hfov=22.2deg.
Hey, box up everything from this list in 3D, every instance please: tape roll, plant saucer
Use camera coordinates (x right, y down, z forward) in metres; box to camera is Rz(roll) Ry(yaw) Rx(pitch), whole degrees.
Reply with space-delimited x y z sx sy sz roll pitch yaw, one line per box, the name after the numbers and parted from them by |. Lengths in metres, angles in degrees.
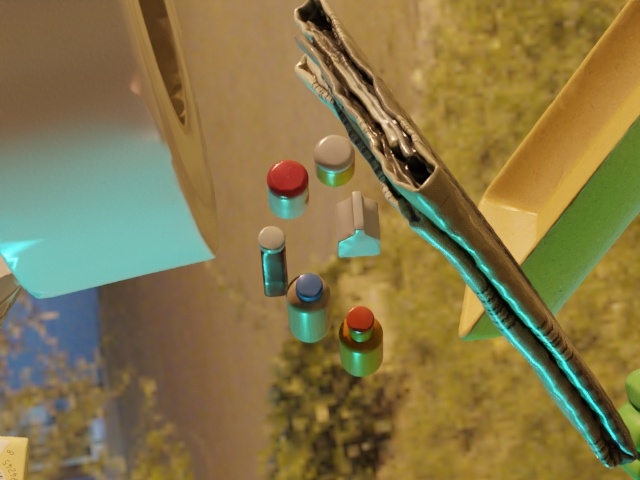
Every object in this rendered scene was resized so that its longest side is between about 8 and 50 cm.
-0.135 -0.117 0.865 0.286 0.100 0.286 -15 -90 -88 | tape roll
0.278 -0.070 1.721 0.333 0.081 0.333 -54 9 28 | plant saucer

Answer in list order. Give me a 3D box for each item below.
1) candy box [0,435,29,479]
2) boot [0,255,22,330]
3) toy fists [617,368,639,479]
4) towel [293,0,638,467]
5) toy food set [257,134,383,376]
-0.283 0.331 1.276 0.183 0.087 0.316 103 168 -47 | candy box
-0.322 0.092 1.399 0.258 0.095 0.123 -52 -30 -46 | boot
0.327 0.221 1.399 0.096 0.142 0.279 -91 -2 -77 | toy fists
0.094 -0.007 1.204 0.324 0.056 0.312 51 -173 -34 | towel
0.000 0.000 1.476 0.104 0.111 0.232 88 179 -67 | toy food set
